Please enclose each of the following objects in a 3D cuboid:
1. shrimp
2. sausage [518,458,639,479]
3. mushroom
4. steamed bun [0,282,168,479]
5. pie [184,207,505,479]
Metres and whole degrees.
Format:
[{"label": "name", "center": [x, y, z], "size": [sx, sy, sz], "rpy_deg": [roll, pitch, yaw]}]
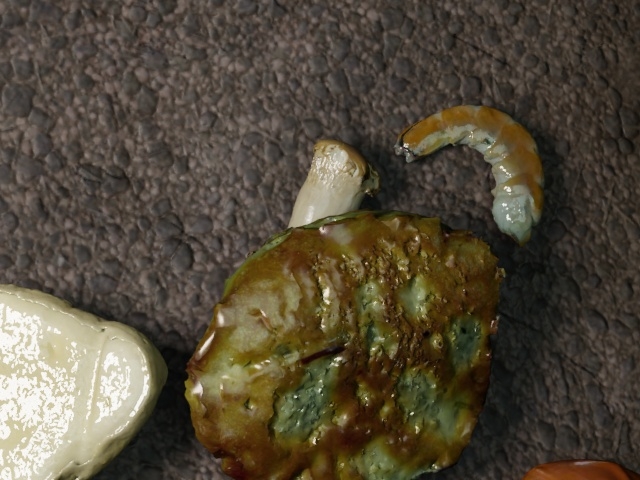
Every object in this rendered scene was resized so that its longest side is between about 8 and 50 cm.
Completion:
[{"label": "shrimp", "center": [0.164, -0.071, 1.547], "size": [0.166, 0.049, 0.161], "rpy_deg": [-2, 80, -15]}, {"label": "sausage", "center": [0.319, 0.323, 1.485], "size": [0.268, 0.141, 0.153], "rpy_deg": [30, 75, -9]}, {"label": "mushroom", "center": [0.000, 0.000, 1.482], "size": [0.084, 0.071, 0.209], "rpy_deg": [30, 77, -56]}, {"label": "steamed bun", "center": [-0.250, 0.150, 1.361], "size": [0.213, 0.110, 0.231], "rpy_deg": [-2, 86, 7]}, {"label": "pie", "center": [0.028, 0.116, 1.414], "size": [0.355, 0.103, 0.288], "rpy_deg": [-19, 105, -22]}]
